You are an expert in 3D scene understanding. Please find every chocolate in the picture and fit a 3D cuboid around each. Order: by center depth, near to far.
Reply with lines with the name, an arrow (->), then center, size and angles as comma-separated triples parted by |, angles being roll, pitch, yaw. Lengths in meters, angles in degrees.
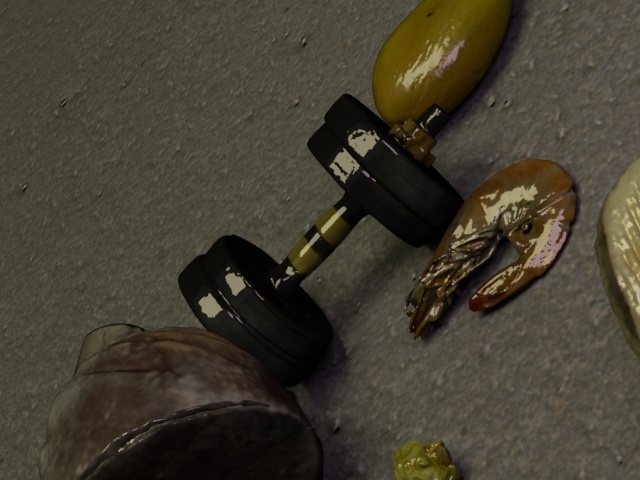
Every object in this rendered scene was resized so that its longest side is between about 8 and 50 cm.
chocolate -> -0.168, 0.206, 1.570 | 0.303, 0.303, 0.213 | -45, 46, 13

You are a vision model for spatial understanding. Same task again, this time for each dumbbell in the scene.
dumbbell -> 0.000, 0.000, 1.674 | 0.388, 0.185, 0.185 | -47, 35, 10

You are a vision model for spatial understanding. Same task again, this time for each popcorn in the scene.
popcorn -> 0.097, 0.228, 1.475 | 0.068, 0.059, 0.083 | 42, 122, 28

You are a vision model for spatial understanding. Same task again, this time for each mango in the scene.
mango -> 0.148, -0.231, 1.780 | 0.237, 0.091, 0.137 | -52, 40, 3

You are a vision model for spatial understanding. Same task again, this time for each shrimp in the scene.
shrimp -> 0.176, 0.017, 1.582 | 0.236, 0.053, 0.133 | -49, 54, 2

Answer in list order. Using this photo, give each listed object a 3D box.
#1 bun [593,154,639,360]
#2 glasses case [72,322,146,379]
bun -> 0.340, 0.020, 1.278 | 0.244, 0.153, 0.244 | -13, 56, 20
glasses case -> -0.287, 0.249, 1.917 | 0.114, 0.060, 0.299 | -24, 44, 41
